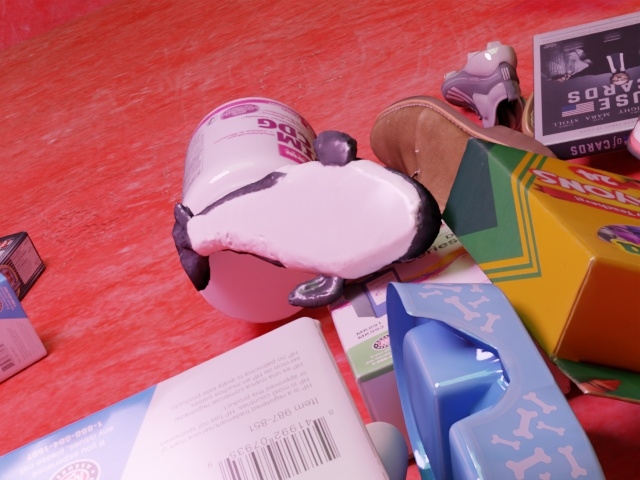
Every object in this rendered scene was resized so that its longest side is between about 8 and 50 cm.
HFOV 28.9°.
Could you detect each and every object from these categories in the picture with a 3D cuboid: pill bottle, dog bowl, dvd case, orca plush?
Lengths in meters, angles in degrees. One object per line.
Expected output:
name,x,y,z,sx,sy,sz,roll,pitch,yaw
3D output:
pill bottle,-0.067,-0.036,1.314,0.160,0.160,0.283,-21,24,5
dog bowl,0.111,0.135,0.787,0.074,0.166,0.297,-13,32,-6
dvd case,0.312,-0.169,1.298,0.179,0.030,0.239,-10,34,16
orca plush,0.000,0.000,1.101,0.287,0.102,0.151,-22,65,35

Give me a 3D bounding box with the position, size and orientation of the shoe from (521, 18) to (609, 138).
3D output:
shoe,0.295,-0.168,1.409,0.076,0.058,0.219,32,58,17

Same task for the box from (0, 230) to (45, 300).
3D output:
box,-0.490,0.098,1.530,0.216,0.060,0.270,-13,26,21

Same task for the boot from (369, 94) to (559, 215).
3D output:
boot,0.121,-0.070,1.301,0.115,0.112,0.305,-41,30,-13

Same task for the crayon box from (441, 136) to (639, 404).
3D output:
crayon box,0.231,0.026,0.900,0.202,0.081,0.318,13,19,-17

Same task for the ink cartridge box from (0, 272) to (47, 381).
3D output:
ink cartridge box,-0.405,0.122,1.349,0.181,0.104,0.061,-31,25,-19

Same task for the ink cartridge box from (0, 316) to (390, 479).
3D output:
ink cartridge box,-0.042,0.223,0.689,0.223,0.129,0.307,-24,42,-2

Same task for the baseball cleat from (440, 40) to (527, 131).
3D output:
baseball cleat,0.191,-0.163,1.465,0.072,0.109,0.206,-12,-6,-3

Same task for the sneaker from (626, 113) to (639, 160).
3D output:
sneaker,0.348,-0.094,1.025,0.136,0.116,0.314,-62,3,15

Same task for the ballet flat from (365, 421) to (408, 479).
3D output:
ballet flat,-0.010,0.223,0.823,0.248,0.086,0.086,-44,30,-21

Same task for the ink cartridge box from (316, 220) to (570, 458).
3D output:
ink cartridge box,0.094,0.071,1.033,0.154,0.093,0.212,-23,21,1
